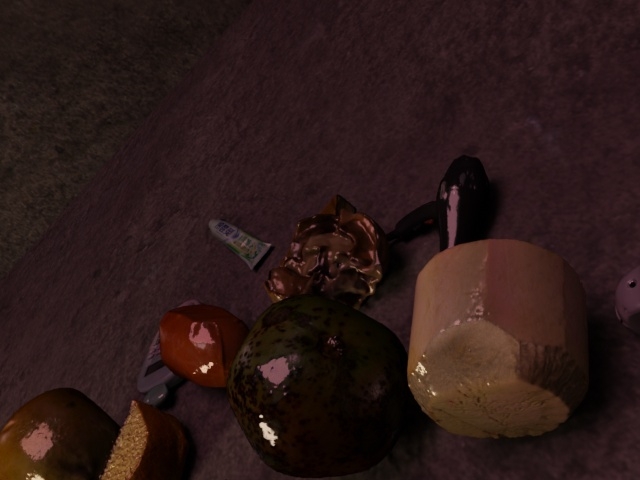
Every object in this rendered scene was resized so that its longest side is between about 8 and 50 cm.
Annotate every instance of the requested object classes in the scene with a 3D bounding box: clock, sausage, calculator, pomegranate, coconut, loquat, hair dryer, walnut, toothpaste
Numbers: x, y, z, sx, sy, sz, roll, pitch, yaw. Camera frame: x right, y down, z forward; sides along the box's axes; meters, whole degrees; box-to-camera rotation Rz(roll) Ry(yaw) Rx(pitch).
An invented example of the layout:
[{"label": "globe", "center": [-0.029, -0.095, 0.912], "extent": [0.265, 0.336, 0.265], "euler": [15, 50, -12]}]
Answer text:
[{"label": "clock", "center": [0.446, 0.049, 1.040], "extent": [0.176, 0.080, 0.117], "euler": [-20, 42, 42]}, {"label": "sausage", "center": [-0.231, 0.209, 1.717], "extent": [0.268, 0.153, 0.141], "euler": [10, 105, 57]}, {"label": "calculator", "center": [-0.338, 0.257, 1.929], "extent": [0.185, 0.041, 0.299], "euler": [-31, 33, 32]}, {"label": "pomegranate", "center": [-0.015, 0.253, 1.310], "extent": [0.341, 0.285, 0.285], "euler": [112, 172, -49]}, {"label": "coconut", "center": [0.232, 0.115, 1.113], "extent": [0.239, 0.239, 0.244], "euler": [-25, 43, 37]}, {"label": "loquat", "center": [-0.528, 0.448, 1.744], "extent": [0.284, 0.276, 0.276], "euler": [7, 62, 57]}, {"label": "hair dryer", "center": [0.189, -0.010, 1.501], "extent": [0.271, 0.091, 0.235], "euler": [-27, 45, 56]}, {"label": "walnut", "center": [0.016, 0.055, 1.558], "extent": [0.238, 0.141, 0.204], "euler": [-26, 42, -3]}, {"label": "toothpaste", "center": [-0.200, -0.001, 2.034], "extent": [0.075, 0.048, 0.297], "euler": [-51, 33, -6]}]

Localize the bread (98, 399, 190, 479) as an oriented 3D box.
[{"label": "bread", "center": [-0.330, 0.430, 1.634], "extent": [0.134, 0.129, 0.260], "euler": [-15, 45, 36]}]

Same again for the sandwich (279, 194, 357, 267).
[{"label": "sandwich", "center": [0.000, 0.000, 1.719], "extent": [0.163, 0.079, 0.113], "euler": [-35, 31, 29]}]
